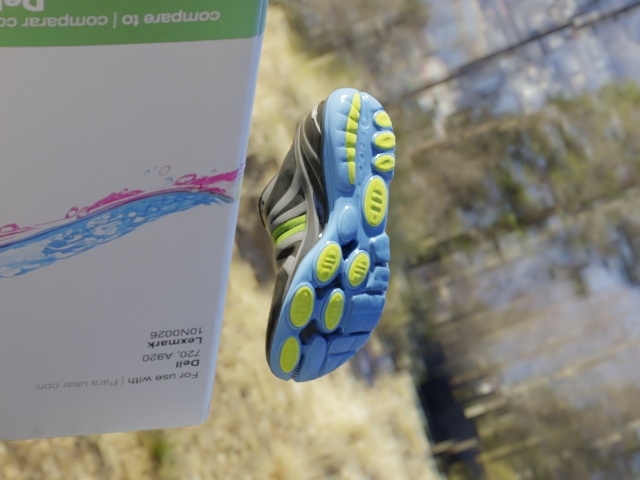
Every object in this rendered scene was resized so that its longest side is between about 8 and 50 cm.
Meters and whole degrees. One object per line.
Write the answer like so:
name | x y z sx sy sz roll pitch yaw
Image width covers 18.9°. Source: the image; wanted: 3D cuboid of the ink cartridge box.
ink cartridge box | -0.105 -0.082 0.774 0.278 0.117 0.201 101 -21 -43

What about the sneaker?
sneaker | 0.000 0.000 1.181 0.067 0.078 0.188 21 67 -31
